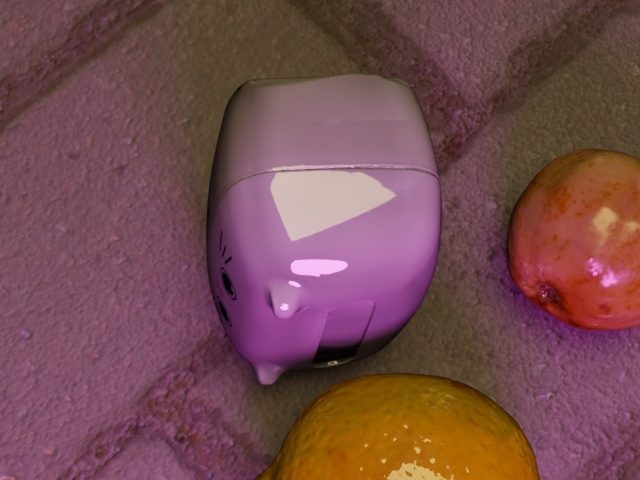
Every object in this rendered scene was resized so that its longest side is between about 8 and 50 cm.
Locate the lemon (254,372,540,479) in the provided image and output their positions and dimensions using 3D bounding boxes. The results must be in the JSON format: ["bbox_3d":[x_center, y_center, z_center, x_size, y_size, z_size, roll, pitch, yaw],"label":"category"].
[{"bbox_3d":[0.081,0.248,1.326,0.267,0.267,0.267,2,68,-5],"label":"lemon"}]

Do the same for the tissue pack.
[{"bbox_3d":[0.000,0.000,1.369,0.229,0.333,0.236,-3,67,-8],"label":"tissue pack"}]

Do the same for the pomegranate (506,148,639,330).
[{"bbox_3d":[0.306,0.000,1.486,0.207,0.207,0.207,2,68,-5],"label":"pomegranate"}]
